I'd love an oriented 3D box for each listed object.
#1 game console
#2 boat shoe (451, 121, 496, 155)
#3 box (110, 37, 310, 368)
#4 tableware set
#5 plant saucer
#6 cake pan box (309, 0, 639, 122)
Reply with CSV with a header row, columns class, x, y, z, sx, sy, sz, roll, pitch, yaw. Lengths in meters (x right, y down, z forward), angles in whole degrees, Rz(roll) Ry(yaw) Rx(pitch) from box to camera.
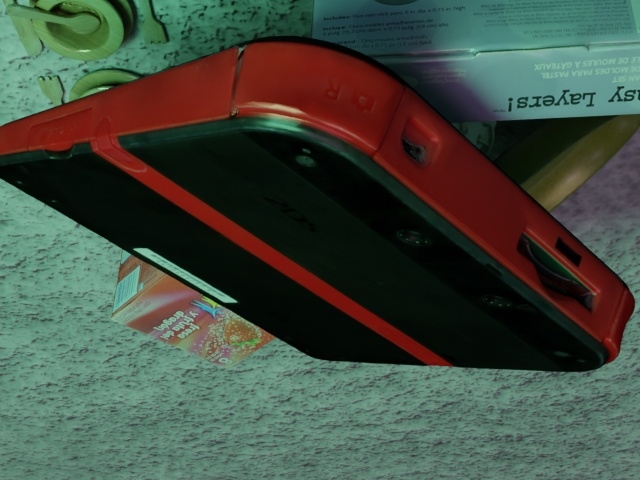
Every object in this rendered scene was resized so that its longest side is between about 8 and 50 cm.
class,x,y,z,sx,sy,sz,roll,pitch,yaw
game console,0.000,0.000,0.746,0.342,0.060,0.386,-3,151,44
boat shoe,0.103,-0.093,0.819,0.076,0.226,0.083,-5,170,-4
box,-0.049,-0.024,0.961,0.142,0.154,0.300,28,133,-31
tableware set,-0.193,-0.145,0.903,0.128,0.039,0.194,-4,141,7
plant saucer,0.181,-0.048,0.920,0.241,0.037,0.241,-35,167,-10
cake pan box,0.129,-0.186,0.676,0.267,0.245,0.070,-3,145,5
